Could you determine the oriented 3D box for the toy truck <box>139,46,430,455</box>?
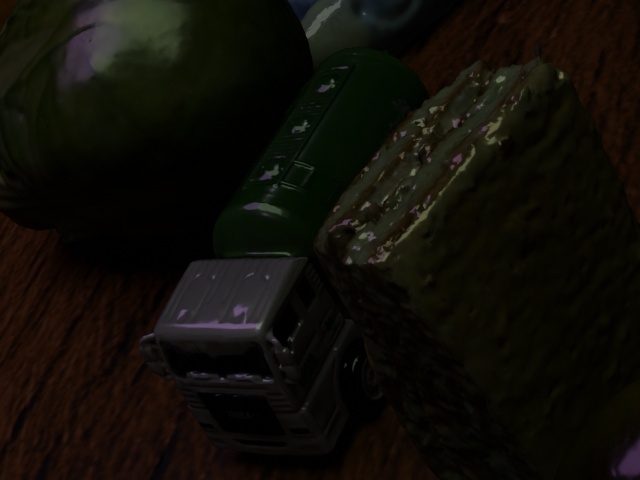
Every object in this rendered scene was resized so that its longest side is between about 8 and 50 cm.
[{"bbox_3d":[0.000,0.000,0.769,0.101,0.125,0.242,-1,43,33],"label":"toy truck"}]

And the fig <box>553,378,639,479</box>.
[{"bbox_3d":[0.182,0.090,0.565,0.124,0.124,0.236,0,18,35],"label":"fig"}]

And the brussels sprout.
[{"bbox_3d":[-0.132,-0.100,0.928,0.271,0.210,0.219,-23,55,28],"label":"brussels sprout"}]

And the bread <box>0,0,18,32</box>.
[{"bbox_3d":[-0.239,-0.275,1.289,0.328,0.148,0.337,-12,38,29],"label":"bread"}]

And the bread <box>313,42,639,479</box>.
[{"bbox_3d":[0.083,0.023,0.617,0.102,0.196,0.138,8,52,46],"label":"bread"}]

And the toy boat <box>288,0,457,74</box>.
[{"bbox_3d":[0.028,-0.259,1.097,0.215,0.123,0.330,12,52,46],"label":"toy boat"}]
